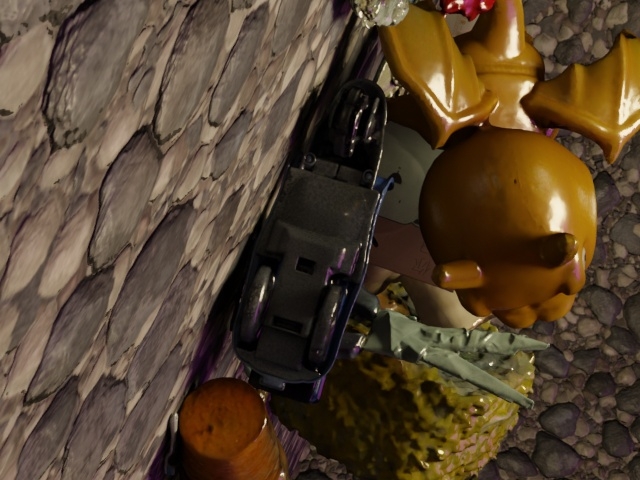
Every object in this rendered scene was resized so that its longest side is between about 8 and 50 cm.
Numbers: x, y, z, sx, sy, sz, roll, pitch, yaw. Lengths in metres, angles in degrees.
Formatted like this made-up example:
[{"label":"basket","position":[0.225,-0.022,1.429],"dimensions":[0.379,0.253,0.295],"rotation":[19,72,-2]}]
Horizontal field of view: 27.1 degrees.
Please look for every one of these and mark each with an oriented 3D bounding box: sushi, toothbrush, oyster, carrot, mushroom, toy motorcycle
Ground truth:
[{"label":"sushi","position":[0.129,0.217,2.123],"dimensions":[0.351,0.396,0.240],"rotation":[-17,132,-55]},{"label":"toothbrush","position":[-0.162,0.222,1.439],"dimensions":[0.131,0.013,0.011],"rotation":[101,9,-52]},{"label":"oyster","position":[0.064,-0.268,1.294],"dimensions":[0.125,0.064,0.177],"rotation":[-63,173,9]},{"label":"carrot","position":[-0.106,0.255,1.547],"dimensions":[0.302,0.139,0.138],"rotation":[78,35,-64]},{"label":"mushroom","position":[0.163,0.011,2.002],"dimensions":[0.292,0.290,0.292],"rotation":[-37,176,-3]},{"label":"toy motorcycle","position":[0.000,0.000,1.451],"dimensions":[0.212,0.125,0.358],"rotation":[38,70,-83]}]

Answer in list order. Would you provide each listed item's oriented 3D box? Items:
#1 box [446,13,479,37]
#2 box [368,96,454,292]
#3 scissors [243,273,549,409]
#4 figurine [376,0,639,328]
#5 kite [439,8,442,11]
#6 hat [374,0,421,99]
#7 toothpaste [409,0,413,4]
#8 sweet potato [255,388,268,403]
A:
[{"label":"box","position":[0.235,-0.417,1.987],"dimensions":[0.149,0.067,0.233],"rotation":[105,1,-67]},{"label":"box","position":[0.118,-0.068,1.761],"dimensions":[0.086,0.215,0.215],"rotation":[-95,-155,-72]},{"label":"scissors","position":[0.107,0.131,1.735],"dimensions":[0.256,0.383,0.029],"rotation":[-60,155,-33]},{"label":"figurine","position":[0.188,-0.113,1.532],"dimensions":[0.268,0.401,0.387],"rotation":[-28,-119,44]},{"label":"kite","position":[0.197,-0.375,2.210],"dimensions":[0.141,0.015,0.245],"rotation":[-42,156,-81]},{"label":"hat","position":[0.154,-0.214,1.924],"dimensions":[0.257,0.130,0.257],"rotation":[23,90,-84]},{"label":"toothpaste","position":[0.104,-0.281,1.700],"dimensions":[0.197,0.035,0.057],"rotation":[87,12,-73]},{"label":"sweet potato","position":[-0.106,0.268,1.979],"dimensions":[0.041,0.038,0.153],"rotation":[-177,-76,-71]}]
